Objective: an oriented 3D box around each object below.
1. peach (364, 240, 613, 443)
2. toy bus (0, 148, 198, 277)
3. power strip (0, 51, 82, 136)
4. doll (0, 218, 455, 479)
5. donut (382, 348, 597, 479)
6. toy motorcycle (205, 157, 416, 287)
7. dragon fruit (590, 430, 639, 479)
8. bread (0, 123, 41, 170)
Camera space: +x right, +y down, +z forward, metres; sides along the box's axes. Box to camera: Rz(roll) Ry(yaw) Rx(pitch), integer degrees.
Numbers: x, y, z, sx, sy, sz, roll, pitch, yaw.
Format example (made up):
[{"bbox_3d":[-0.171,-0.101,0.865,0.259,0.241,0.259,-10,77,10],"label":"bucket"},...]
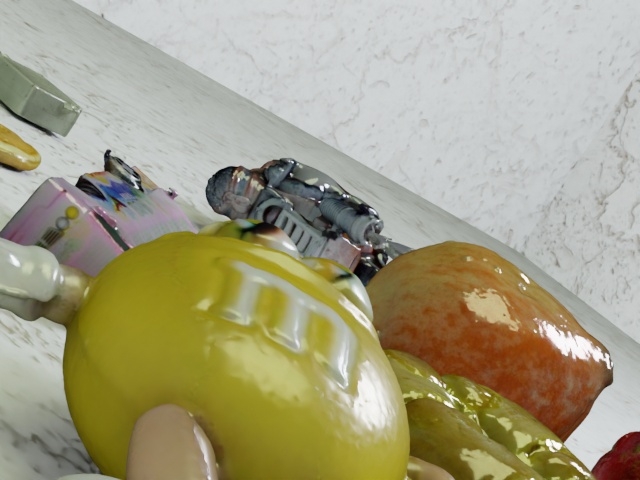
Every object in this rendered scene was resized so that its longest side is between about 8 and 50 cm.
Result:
[{"bbox_3d":[0.133,0.101,1.484,0.232,0.232,0.232,32,7,-5],"label":"peach"},{"bbox_3d":[-0.166,0.001,1.364,0.112,0.090,0.274,42,9,2],"label":"toy bus"},{"bbox_3d":[-0.335,-0.172,1.966,0.075,0.042,0.175,26,8,-44],"label":"power strip"},{"bbox_3d":[-0.062,0.096,0.940,0.348,0.161,0.423,20,20,-42],"label":"doll"},{"bbox_3d":[0.097,0.178,1.154,0.208,0.128,0.261,26,10,-37],"label":"donut"},{"bbox_3d":[0.000,0.000,1.911,0.207,0.134,0.401,28,7,-33],"label":"toy motorcycle"},{"bbox_3d":[0.351,0.252,1.494,0.269,0.198,0.200,16,23,15],"label":"dragon fruit"},{"bbox_3d":[-0.311,-0.099,1.655,0.110,0.024,0.110,31,8,-5],"label":"bread"}]
